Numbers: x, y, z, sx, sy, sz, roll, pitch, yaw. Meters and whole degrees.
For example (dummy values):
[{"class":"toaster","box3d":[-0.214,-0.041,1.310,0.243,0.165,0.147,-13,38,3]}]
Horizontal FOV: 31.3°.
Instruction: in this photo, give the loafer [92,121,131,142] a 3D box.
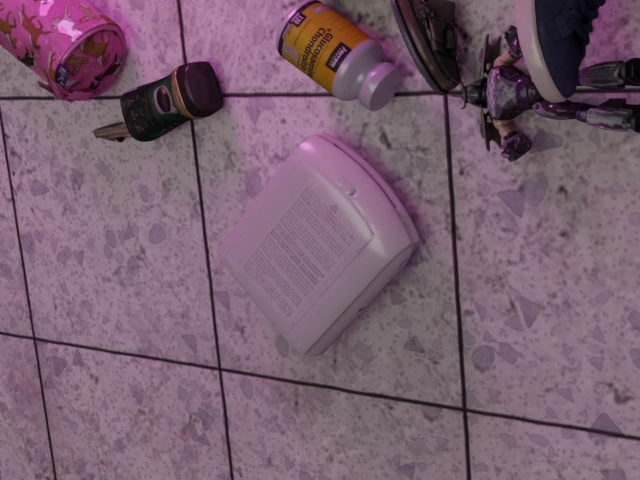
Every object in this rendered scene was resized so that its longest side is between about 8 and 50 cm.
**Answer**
[{"class":"loafer","box3d":[-0.358,-0.192,2.054,0.125,0.045,0.039,-8,106,34]}]

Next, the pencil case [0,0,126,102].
[{"class":"pencil case","box3d":[-0.526,-0.406,2.040,0.386,0.167,0.160,39,155,20]}]

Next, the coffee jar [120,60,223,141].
[{"class":"coffee jar","box3d":[-0.250,-0.237,1.938,0.184,0.079,0.096,-16,91,39]}]

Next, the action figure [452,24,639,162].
[{"class":"action figure","box3d":[0.300,-0.201,1.545,0.285,0.099,0.185,5,112,38]}]

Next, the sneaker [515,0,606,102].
[{"class":"sneaker","box3d":[0.333,-0.343,1.403,0.148,0.131,0.349,0,80,29]}]

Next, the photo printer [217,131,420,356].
[{"class":"photo printer","box3d":[0.000,0.000,1.812,0.256,0.107,0.307,49,125,14]}]

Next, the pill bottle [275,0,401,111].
[{"class":"pill bottle","box3d":[0.029,-0.274,1.711,0.184,0.103,0.103,39,123,21]}]

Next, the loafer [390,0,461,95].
[{"class":"loafer","box3d":[0.147,-0.339,1.608,0.084,0.096,0.267,-26,79,24]}]
